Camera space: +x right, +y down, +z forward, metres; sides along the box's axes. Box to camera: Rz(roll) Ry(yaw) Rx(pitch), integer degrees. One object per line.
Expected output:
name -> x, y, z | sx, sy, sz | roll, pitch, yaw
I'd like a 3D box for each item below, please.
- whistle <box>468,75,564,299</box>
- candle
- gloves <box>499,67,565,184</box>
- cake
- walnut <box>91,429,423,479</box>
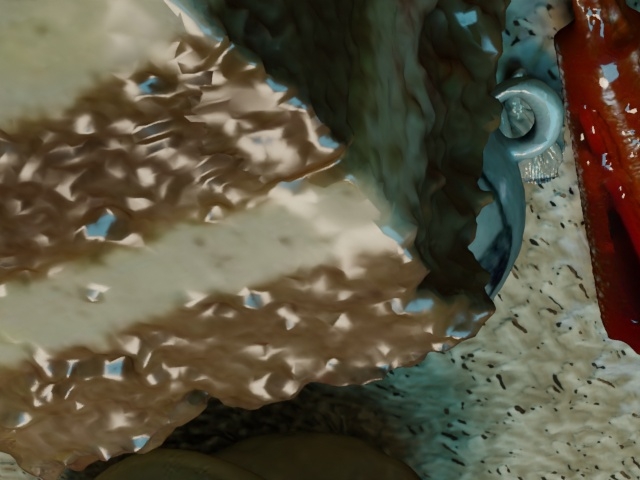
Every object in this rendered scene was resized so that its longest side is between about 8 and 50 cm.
whistle -> 0.000, 0.000, 1.020 | 0.290, 0.163, 0.163 | -32, 130, 18
candle -> 0.166, -0.049, 1.075 | 0.084, 0.059, 0.301 | -26, 132, -1
gloves -> 0.111, -0.058, 1.069 | 0.044, 0.037, 0.081 | -10, 137, -9
cake -> -0.090, -0.094, 0.807 | 0.282, 0.255, 0.290 | -19, 137, 26
walnut -> -0.040, 0.248, 1.155 | 0.296, 0.285, 0.285 | -31, 150, -44
